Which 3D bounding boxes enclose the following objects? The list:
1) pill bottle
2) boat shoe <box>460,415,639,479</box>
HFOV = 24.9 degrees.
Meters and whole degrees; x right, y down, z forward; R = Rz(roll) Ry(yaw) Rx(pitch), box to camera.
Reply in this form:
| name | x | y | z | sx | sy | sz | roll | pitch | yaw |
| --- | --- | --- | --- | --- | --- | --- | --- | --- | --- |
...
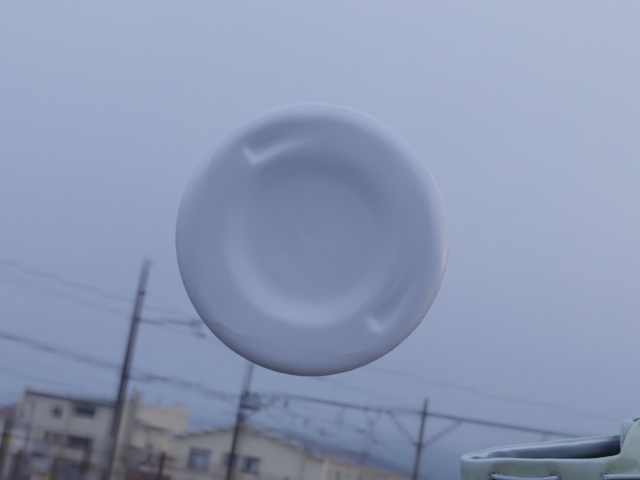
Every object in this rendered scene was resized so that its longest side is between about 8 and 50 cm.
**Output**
| name | x | y | z | sx | sy | sz | roll | pitch | yaw |
| --- | --- | --- | --- | --- | --- | --- | --- | --- | --- |
| pill bottle | 0.000 | 0.000 | 0.739 | 0.124 | 0.124 | 0.221 | 9 | 0 | 3 |
| boat shoe | 0.246 | 0.179 | 1.080 | 0.302 | 0.094 | 0.109 | -14 | 2 | 15 |
